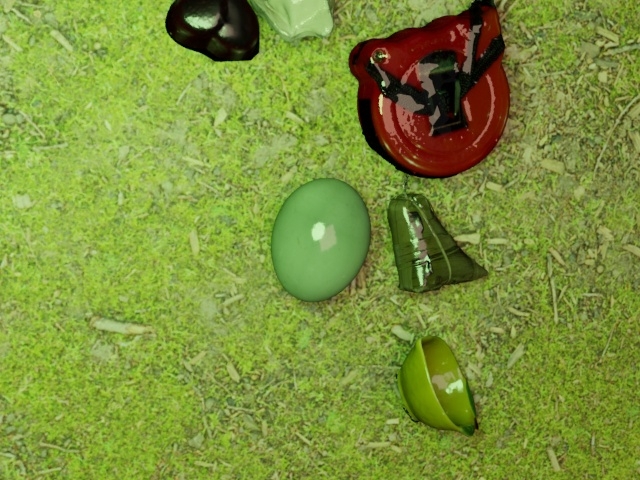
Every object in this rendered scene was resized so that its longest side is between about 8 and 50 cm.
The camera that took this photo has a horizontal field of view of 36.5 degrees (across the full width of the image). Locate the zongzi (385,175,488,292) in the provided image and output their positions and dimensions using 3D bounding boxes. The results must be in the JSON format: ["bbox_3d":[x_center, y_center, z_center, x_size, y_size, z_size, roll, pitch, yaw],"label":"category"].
[{"bbox_3d":[0.194,-0.016,1.576,0.178,0.081,0.189,-10,91,-33],"label":"zongzi"}]

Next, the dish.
[{"bbox_3d":[0.180,0.244,1.581,0.080,0.149,0.208,-20,115,26],"label":"dish"}]

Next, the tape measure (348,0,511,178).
[{"bbox_3d":[0.181,-0.227,1.510,0.253,0.114,0.261,-18,102,-12],"label":"tape measure"}]

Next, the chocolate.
[{"bbox_3d":[-0.142,-0.328,1.422,0.148,0.080,0.125,23,92,-16],"label":"chocolate"}]

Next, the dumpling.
[{"bbox_3d":[-0.041,-0.377,1.429,0.136,0.118,0.199,-14,69,-1],"label":"dumpling"}]

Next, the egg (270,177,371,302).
[{"bbox_3d":[0.000,0.000,1.472,0.149,0.149,0.192,10,98,-17],"label":"egg"}]
